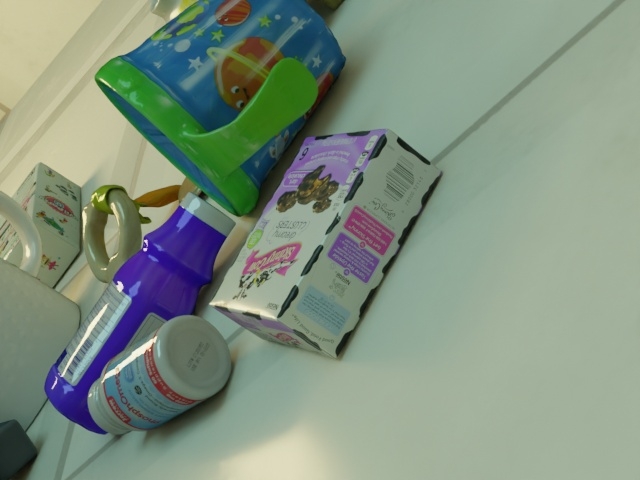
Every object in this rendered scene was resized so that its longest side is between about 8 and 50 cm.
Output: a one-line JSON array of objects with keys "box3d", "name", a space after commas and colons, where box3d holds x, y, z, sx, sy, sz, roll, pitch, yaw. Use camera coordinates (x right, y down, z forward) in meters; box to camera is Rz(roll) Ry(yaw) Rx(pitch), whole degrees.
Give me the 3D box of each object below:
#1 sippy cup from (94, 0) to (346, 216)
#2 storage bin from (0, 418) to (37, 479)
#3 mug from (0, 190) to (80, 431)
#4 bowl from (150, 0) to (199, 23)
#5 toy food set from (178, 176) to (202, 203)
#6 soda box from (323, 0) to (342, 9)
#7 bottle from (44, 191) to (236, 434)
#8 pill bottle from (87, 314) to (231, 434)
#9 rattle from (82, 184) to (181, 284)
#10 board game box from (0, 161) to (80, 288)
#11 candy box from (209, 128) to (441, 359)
[{"box3d": [-0.101, -0.185, 1.323, 0.305, 0.240, 0.224, 39, 81, 28], "name": "sippy cup"}, {"box3d": [-0.427, 0.286, 1.475, 0.091, 0.098, 0.135, -37, 9, -36], "name": "storage bin"}, {"box3d": [-0.538, 0.085, 1.635, 0.276, 0.328, 0.374, -22, 40, 52], "name": "mug"}, {"box3d": [-0.140, -0.337, 1.561, 0.289, 0.156, 0.289, -163, 90, -72], "name": "bowl"}, {"box3d": [-0.159, -0.080, 1.519, 0.083, 0.020, 0.082, -50, 24, 12], "name": "toy food set"}, {"box3d": [0.001, -0.376, 1.553, 0.058, 0.061, 0.181, -49, 24, 15], "name": "soda box"}, {"box3d": [-0.201, 0.078, 1.299, 0.283, 0.092, 0.118, -56, 24, -2], "name": "bottle"}, {"box3d": [-0.168, 0.142, 1.161, 0.160, 0.087, 0.087, -34, 31, 41], "name": "pill bottle"}, {"box3d": [-0.236, 0.027, 1.521, 0.130, 0.143, 0.199, -33, 67, 29], "name": "rattle"}, {"box3d": [-0.515, 0.018, 1.974, 0.224, 0.097, 0.303, -51, 22, 12], "name": "board game box"}, {"box3d": [0.000, 0.000, 1.047, 0.196, 0.070, 0.165, -60, 24, -13], "name": "candy box"}]
